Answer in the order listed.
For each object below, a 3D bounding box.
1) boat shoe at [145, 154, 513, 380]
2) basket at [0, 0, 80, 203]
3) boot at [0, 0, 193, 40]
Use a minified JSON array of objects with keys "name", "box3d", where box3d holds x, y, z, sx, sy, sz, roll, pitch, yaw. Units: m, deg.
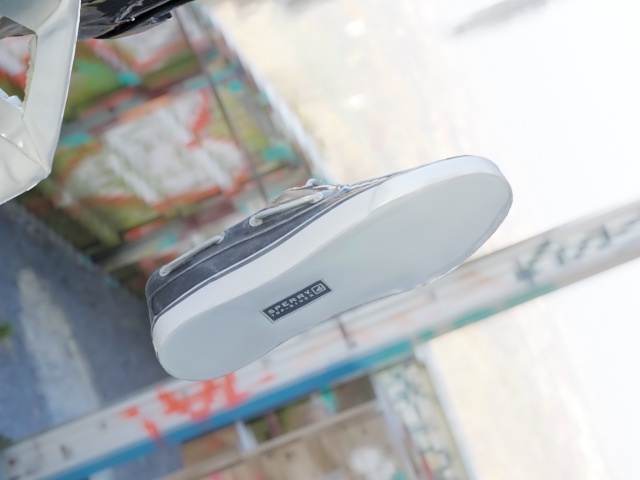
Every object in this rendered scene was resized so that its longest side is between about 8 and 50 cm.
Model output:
[{"name":"boat shoe","box3d":[0.000,0.000,1.428,0.108,0.301,0.102,49,17,-47]},{"name":"basket","box3d":[-0.189,-0.066,0.708,0.103,0.167,0.113,35,-51,25]},{"name":"boot","box3d":[-0.159,-0.159,1.069,0.229,0.263,0.091,-18,80,-43]}]
